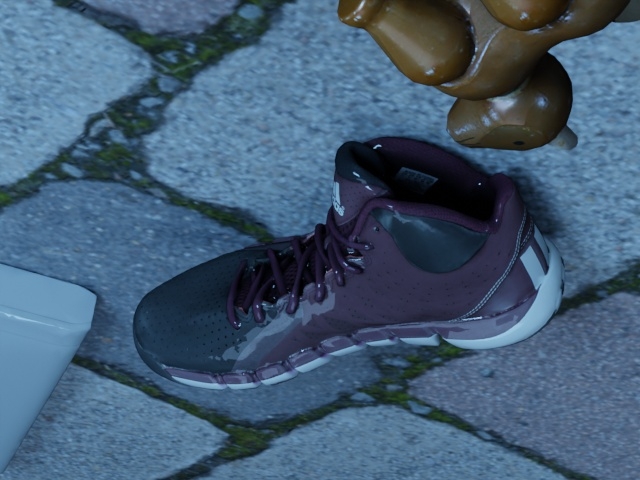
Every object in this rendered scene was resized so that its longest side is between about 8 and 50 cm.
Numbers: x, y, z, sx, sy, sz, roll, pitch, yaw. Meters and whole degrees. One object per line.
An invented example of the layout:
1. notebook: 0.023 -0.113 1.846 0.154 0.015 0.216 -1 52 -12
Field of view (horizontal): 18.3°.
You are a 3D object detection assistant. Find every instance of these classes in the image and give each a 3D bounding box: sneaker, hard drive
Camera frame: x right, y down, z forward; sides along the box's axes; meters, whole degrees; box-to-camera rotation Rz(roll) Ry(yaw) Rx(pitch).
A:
1. sneaker: 0.000 0.000 1.219 0.281 0.106 0.162 -11 142 11
2. hard drive: -0.304 0.089 1.501 0.203 0.040 0.307 16 149 -13

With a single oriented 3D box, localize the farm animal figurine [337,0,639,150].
1. farm animal figurine: 0.114 -0.182 0.737 0.172 0.330 0.327 28 117 -27
